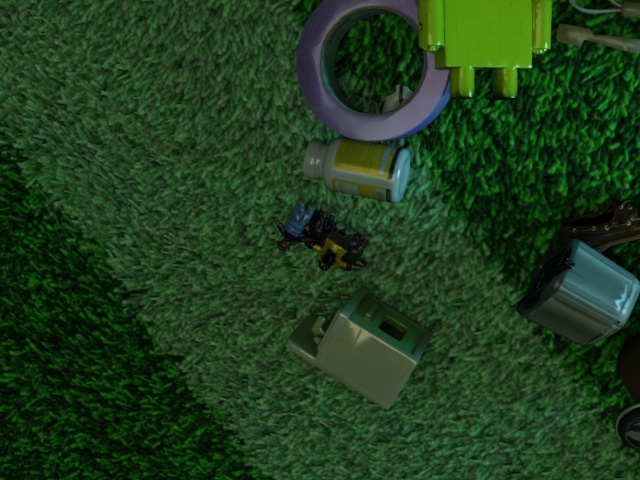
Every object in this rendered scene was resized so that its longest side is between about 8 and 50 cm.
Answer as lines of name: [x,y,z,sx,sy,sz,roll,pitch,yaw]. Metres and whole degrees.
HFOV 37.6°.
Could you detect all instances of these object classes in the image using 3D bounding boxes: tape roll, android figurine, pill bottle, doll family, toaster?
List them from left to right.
doll family: [0.000,0.000,1.817,0.193,0.076,0.111,35,118,11]
pill bottle: [0.067,-0.135,1.733,0.184,0.103,0.103,13,110,14]
tape roll: [0.100,-0.312,1.651,0.274,0.090,0.275,2,96,16]
android figurine: [0.272,-0.371,1.559,0.248,0.056,0.273,-1,96,-20]
toaster: [0.449,0.091,1.627,0.146,0.129,0.227,29,158,1]

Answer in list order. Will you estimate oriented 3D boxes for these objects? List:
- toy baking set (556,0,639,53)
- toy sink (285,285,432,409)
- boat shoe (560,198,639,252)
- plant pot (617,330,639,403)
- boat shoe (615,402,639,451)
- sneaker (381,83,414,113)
toy baking set: [0.523,-0.393,1.548,0.197,0.030,0.256,42,114,5]
toy sink: [0.077,0.185,1.802,0.234,0.153,0.131,31,113,8]
boat shoe: [0.521,-0.034,1.631,0.207,0.073,0.073,-23,101,23]
plant pot: [0.638,0.196,1.609,0.230,0.215,0.215,-34,94,38]
boat shoe: [0.702,0.366,1.672,0.340,0.113,0.127,9,109,15]
sneaker: [0.128,-0.238,1.719,0.043,0.040,0.109,41,106,7]
